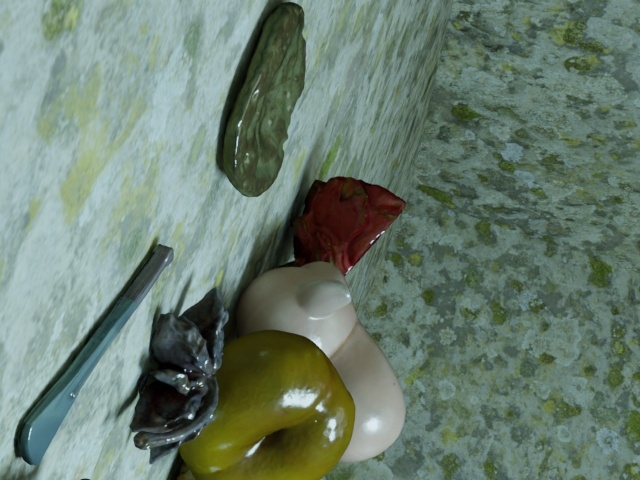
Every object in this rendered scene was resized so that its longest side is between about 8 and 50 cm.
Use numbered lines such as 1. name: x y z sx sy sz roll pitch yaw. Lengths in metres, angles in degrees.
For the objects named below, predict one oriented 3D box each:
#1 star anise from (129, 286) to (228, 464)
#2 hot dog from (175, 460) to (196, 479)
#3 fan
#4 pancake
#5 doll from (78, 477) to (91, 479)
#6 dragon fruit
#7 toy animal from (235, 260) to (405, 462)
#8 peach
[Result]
1. star anise: -0.161 0.170 1.241 0.209 0.089 0.231 87 10 -50
2. hot dog: -0.135 0.420 1.684 0.367 0.196 0.366 -54 158 -72
3. fan: -0.205 0.092 0.997 0.282 0.023 0.057 -63 160 -44
4. pancake: -0.064 -0.169 1.270 0.222 0.042 0.236 -33 139 -70
5. doll: -0.218 0.280 0.851 0.195 0.153 0.258 -32 -177 36
6. dragon fruit: 0.000 0.000 1.813 0.205 0.152 0.317 -49 179 -20
7. toy animal: -0.004 0.186 1.626 0.237 0.326 0.269 -36 153 8
8. peach: -0.077 0.242 1.436 0.153 0.251 0.251 44 -59 58
